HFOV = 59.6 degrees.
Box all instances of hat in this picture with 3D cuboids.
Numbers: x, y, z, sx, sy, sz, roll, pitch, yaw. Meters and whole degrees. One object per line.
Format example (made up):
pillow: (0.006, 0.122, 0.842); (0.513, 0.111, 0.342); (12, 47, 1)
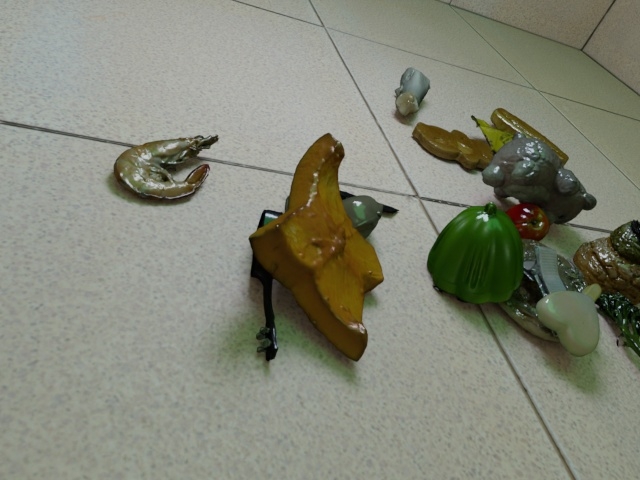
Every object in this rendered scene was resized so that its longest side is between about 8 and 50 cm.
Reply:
hat: (0.023, -0.057, 1.044); (0.175, 0.085, 0.147); (25, 36, 0)

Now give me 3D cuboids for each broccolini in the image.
broccolini: (0.655, 0.203, 1.113); (0.123, 0.062, 0.271); (-3, 37, -12)

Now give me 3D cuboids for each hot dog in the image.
hot dog: (0.659, -0.323, 1.777); (0.088, 0.061, 0.286); (-19, 56, -40)

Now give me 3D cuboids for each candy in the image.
candy: (0.557, -0.253, 1.602); (0.187, 0.081, 0.297); (20, 33, -39)

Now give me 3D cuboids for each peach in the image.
peach: (0.472, -0.038, 1.284); (0.101, 0.100, 0.100); (16, 37, -12)

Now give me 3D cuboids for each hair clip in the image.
hair clip: (0.453, 0.111, 1.033); (0.159, 0.071, 0.218); (2, 52, -18)

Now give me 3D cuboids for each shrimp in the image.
shrimp: (-0.259, -0.137, 1.006); (0.133, 0.053, 0.236); (35, 40, 17)

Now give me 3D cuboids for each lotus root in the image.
lotus root: (0.298, 0.001, 1.032); (0.186, 0.186, 0.186); (16, 37, -12)

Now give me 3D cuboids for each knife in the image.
knife: (0.067, -0.088, 1.164); (0.231, 0.028, 0.060); (13, 22, -21)

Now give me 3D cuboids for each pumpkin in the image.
pumpkin: (0.016, 0.006, 0.887); (0.258, 0.095, 0.290); (53, 37, -19)

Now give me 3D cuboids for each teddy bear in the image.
teddy bear: (0.523, -0.134, 1.351); (0.267, 0.236, 0.151); (43, 71, -29)

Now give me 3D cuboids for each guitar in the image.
guitar: (-0.084, 0.063, 0.852); (0.038, 0.083, 0.271); (10, 45, -14)

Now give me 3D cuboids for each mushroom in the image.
mushroom: (0.271, -0.437, 1.666); (0.099, 0.096, 0.278); (24, 40, 0)

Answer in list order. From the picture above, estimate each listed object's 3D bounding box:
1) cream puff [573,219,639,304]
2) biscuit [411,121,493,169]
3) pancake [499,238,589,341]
cream puff: (0.692, 0.032, 1.257); (0.183, 0.169, 0.183); (16, 38, -13)
biscuit: (0.370, -0.258, 1.546); (0.249, 0.035, 0.184); (13, 37, -15)
pancake: (0.445, 0.097, 1.128); (0.283, 0.049, 0.282); (14, 41, -13)
